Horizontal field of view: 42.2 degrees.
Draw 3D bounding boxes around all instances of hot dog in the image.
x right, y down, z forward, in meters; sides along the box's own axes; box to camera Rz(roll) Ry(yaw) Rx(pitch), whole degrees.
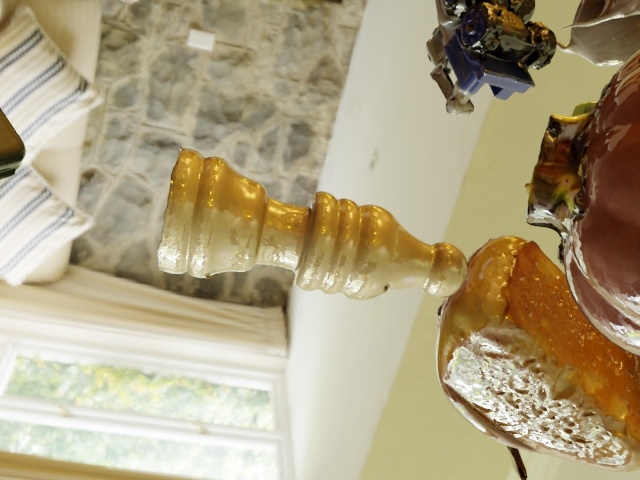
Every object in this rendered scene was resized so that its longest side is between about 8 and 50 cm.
[{"bbox_3d":[0.316,0.186,1.222,0.223,0.405,0.185,-34,-160,45],"label":"hot dog"}]

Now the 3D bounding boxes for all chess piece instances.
[{"bbox_3d":[0.000,0.000,0.829,0.124,0.307,0.139,-93,-164,-64],"label":"chess piece"}]

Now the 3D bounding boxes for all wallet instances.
[{"bbox_3d":[0.396,0.434,1.685,0.176,0.026,0.095,45,27,-74],"label":"wallet"}]

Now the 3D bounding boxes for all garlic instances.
[{"bbox_3d":[0.584,-0.469,1.531,0.340,0.231,0.246,-40,-114,12],"label":"garlic"}]

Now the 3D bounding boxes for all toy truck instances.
[{"bbox_3d":[0.248,-0.313,1.307,0.177,0.161,0.213,-49,-134,42],"label":"toy truck"}]

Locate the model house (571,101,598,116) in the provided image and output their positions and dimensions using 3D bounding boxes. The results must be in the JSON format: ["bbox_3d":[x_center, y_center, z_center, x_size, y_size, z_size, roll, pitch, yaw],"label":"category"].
[{"bbox_3d":[0.630,-0.080,1.468,0.243,0.357,0.313,-60,136,-40],"label":"model house"}]

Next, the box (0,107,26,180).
[{"bbox_3d":[-0.363,-0.094,0.655,0.050,0.160,0.230,-36,177,34],"label":"box"}]

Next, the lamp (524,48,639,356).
[{"bbox_3d":[0.313,-0.044,0.751,0.305,0.239,0.306,15,90,-74],"label":"lamp"}]

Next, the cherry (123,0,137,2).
[{"bbox_3d":[-0.298,-0.525,1.370,0.206,0.239,0.239,-43,-175,-12],"label":"cherry"}]
